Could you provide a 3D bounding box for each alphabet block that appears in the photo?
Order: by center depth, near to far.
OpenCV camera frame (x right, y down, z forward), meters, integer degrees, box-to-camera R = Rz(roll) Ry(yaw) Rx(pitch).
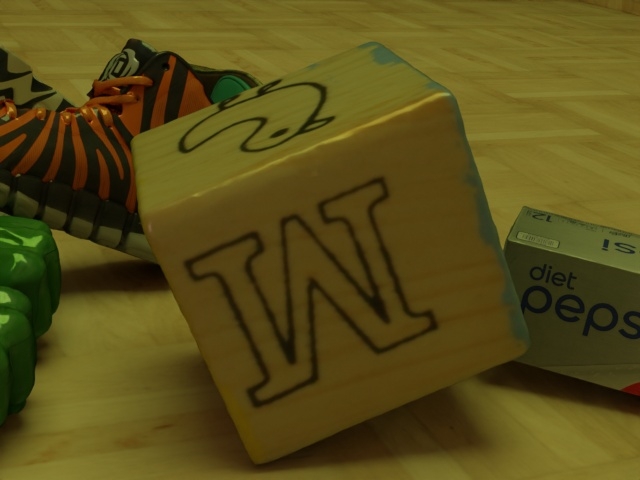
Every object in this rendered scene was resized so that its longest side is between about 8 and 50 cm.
[{"bbox_3d":[0.000,0.000,0.724,0.197,0.193,0.192,-23,22,-4],"label":"alphabet block"}]

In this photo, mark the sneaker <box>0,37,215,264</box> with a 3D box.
[{"bbox_3d":[-0.220,-0.101,0.908,0.321,0.180,0.125,22,-5,-38],"label":"sneaker"}]

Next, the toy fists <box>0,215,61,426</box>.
[{"bbox_3d":[-0.258,0.059,0.743,0.142,0.096,0.279,-7,22,-2],"label":"toy fists"}]

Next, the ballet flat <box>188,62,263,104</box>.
[{"bbox_3d":[-0.113,-0.161,1.361,0.123,0.123,0.349,-10,24,-34],"label":"ballet flat"}]

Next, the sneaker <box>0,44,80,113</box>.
[{"bbox_3d":[-0.368,-0.126,1.247,0.094,0.153,0.235,35,-5,22],"label":"sneaker"}]

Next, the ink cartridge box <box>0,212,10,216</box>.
[{"bbox_3d":[-0.336,0.005,0.935,0.123,0.052,0.088,4,20,4],"label":"ink cartridge box"}]

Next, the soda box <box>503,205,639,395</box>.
[{"bbox_3d":[0.271,0.064,0.786,0.286,0.098,0.091,15,22,13],"label":"soda box"}]
